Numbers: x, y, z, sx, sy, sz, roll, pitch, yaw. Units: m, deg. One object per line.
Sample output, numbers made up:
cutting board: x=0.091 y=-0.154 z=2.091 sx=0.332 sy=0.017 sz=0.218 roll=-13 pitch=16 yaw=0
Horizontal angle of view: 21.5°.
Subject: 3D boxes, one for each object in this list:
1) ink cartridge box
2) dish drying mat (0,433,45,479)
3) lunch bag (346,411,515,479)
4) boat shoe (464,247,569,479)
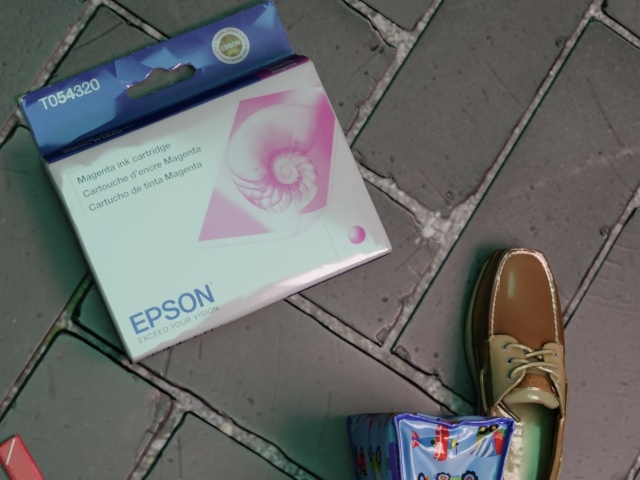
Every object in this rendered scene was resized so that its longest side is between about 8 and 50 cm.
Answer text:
ink cartridge box: x=-0.130 y=-0.074 z=1.894 sx=0.324 sy=0.071 sz=0.330 roll=-24 pitch=89 yaw=-12
dish drying mat: x=-0.325 y=0.256 z=1.852 sx=0.032 sy=0.008 sz=0.083 roll=-30 pitch=91 yaw=-15
lunch bag: x=0.113 y=0.336 z=1.833 sx=0.138 sy=0.221 sz=0.293 roll=3 pitch=83 yaw=-12
boat shoe: x=0.236 y=0.170 z=1.931 sx=0.123 sy=0.120 sz=0.324 roll=3 pitch=83 yaw=-13
